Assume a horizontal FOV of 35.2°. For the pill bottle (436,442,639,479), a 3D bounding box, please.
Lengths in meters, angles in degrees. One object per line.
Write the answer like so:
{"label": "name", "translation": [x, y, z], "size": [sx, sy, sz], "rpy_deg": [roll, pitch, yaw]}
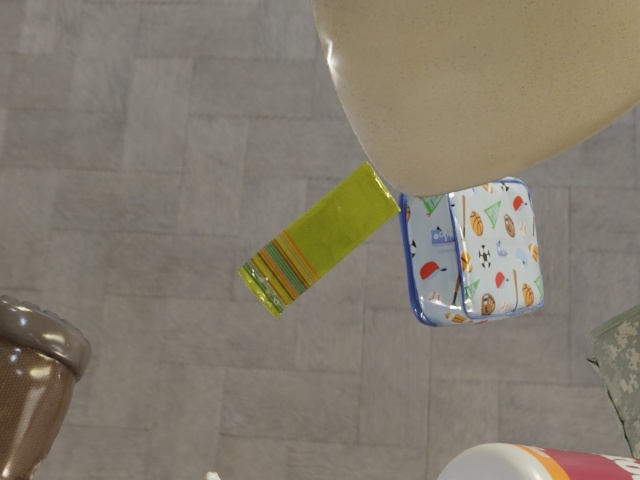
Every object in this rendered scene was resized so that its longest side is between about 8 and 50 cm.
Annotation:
{"label": "pill bottle", "translation": [0.122, 0.129, 0.400], "size": [0.152, 0.086, 0.086], "rpy_deg": [12, 72, -26]}

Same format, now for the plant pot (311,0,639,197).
{"label": "plant pot", "translation": [0.136, -0.177, 0.625], "size": [0.191, 0.284, 0.284], "rpy_deg": [-6, 72, 26]}

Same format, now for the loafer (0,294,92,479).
{"label": "loafer", "translation": [-0.311, 0.145, 0.703], "size": [0.366, 0.134, 0.130], "rpy_deg": [-26, 44, 38]}

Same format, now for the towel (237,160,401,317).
{"label": "towel", "translation": [0.000, 0.000, 1.402], "size": [0.237, 0.102, 0.021], "rpy_deg": [-40, 37, -5]}

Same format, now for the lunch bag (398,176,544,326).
{"label": "lunch bag", "translation": [0.239, 0.007, 1.565], "size": [0.115, 0.303, 0.243], "rpy_deg": [-12, 84, 35]}

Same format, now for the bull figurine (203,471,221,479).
{"label": "bull figurine", "translation": [-0.222, 0.464, 1.391], "size": [0.189, 0.101, 0.310], "rpy_deg": [13, 71, -1]}

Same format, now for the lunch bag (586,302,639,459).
{"label": "lunch bag", "translation": [0.470, 0.163, 1.148], "size": [0.287, 0.169, 0.235], "rpy_deg": [-25, 48, 17]}
